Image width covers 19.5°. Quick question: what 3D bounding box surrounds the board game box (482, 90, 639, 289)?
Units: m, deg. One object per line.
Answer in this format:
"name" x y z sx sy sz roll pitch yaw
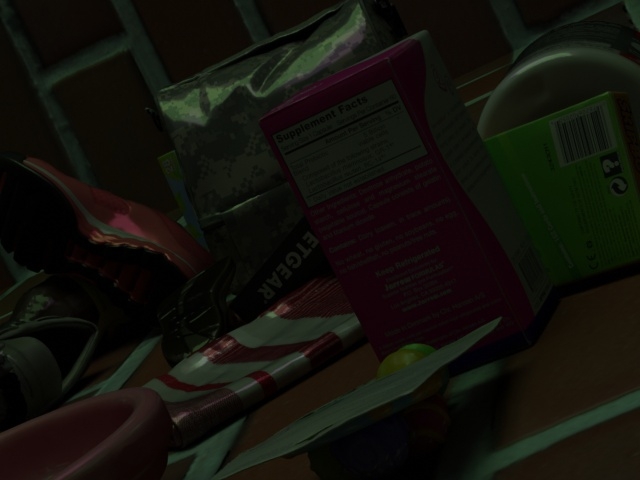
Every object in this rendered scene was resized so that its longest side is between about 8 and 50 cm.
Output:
"board game box" 0.132 -0.013 1.404 0.259 0.124 0.039 -20 -10 36

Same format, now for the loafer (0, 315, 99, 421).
"loafer" -0.329 0.144 1.942 0.111 0.112 0.319 -32 4 20

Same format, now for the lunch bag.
"lunch bag" -0.015 -0.114 2.114 0.305 0.256 0.212 -25 8 7

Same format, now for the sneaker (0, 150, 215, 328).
"sneaker" -0.257 -0.006 2.199 0.116 0.314 0.136 -64 -13 25

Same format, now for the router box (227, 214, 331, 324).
"router box" 0.000 0.000 1.821 0.179 0.046 0.133 -50 -7 30

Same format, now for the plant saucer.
"plant saucer" -0.242 0.211 1.267 0.332 0.084 0.332 -26 7 3

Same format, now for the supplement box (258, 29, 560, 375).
"supplement box" 0.065 -0.022 1.313 0.114 0.220 0.111 -23 8 23

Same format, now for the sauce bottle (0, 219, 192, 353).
"sauce bottle" -0.289 0.084 2.231 0.344 0.111 0.111 -32 9 -41

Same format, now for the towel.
"towel" -0.037 0.088 1.625 0.329 0.037 0.237 -29 9 -26

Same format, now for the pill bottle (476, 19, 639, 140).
"pill bottle" 0.223 -0.098 1.548 0.161 0.161 0.283 -24 8 16

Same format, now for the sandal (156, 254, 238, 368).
"sandal" -0.113 0.083 1.869 0.090 0.060 0.219 -31 21 7

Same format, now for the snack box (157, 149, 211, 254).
"snack box" -0.073 -0.066 2.298 0.207 0.174 0.070 -23 4 28

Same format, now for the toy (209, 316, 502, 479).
"toy" 0.037 0.111 1.127 0.137 0.056 0.237 -27 1 18

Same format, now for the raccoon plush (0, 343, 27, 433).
"raccoon plush" -0.417 0.077 1.596 0.216 0.446 0.299 -40 21 -3
